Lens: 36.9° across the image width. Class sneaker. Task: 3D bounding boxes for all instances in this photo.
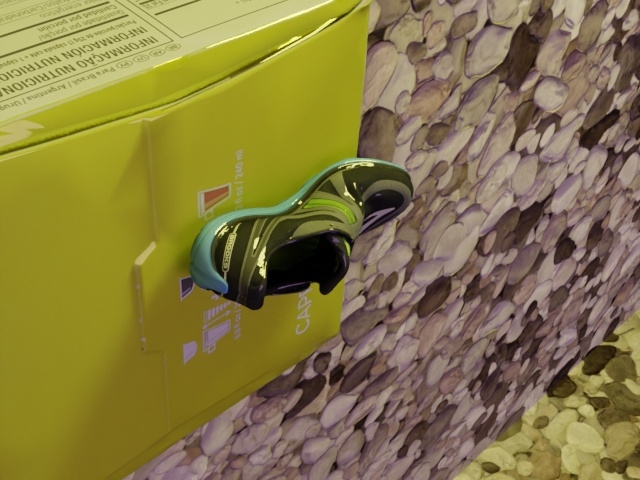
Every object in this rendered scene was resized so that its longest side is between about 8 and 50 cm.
[{"bbox_3d":[0.000,0.000,0.650,0.188,0.078,0.067,-27,139,-40],"label":"sneaker"}]

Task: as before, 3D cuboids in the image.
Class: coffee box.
[{"bbox_3d":[-0.200,-0.052,0.729,0.338,0.334,0.338,-29,140,-34],"label":"coffee box"}]
